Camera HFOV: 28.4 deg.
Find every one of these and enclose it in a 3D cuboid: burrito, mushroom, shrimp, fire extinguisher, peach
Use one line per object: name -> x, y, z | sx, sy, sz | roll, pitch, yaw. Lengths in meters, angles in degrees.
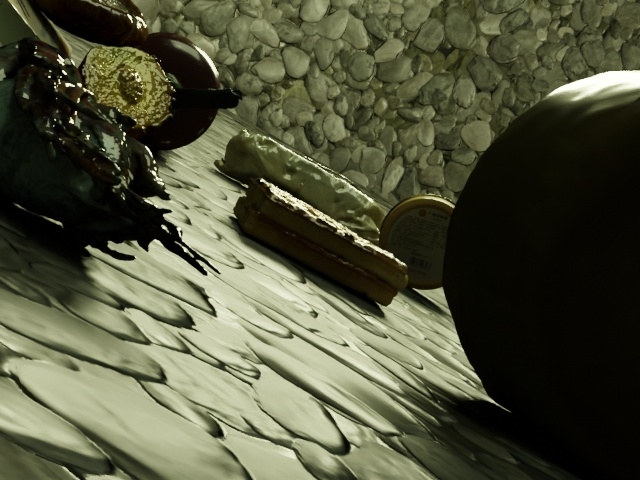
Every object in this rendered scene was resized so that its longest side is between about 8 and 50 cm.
burrito -> -0.011, -0.053, 1.452 | 0.230, 0.063, 0.058 | 28, -23, -7
mushroom -> -0.215, -0.216, 1.165 | 0.123, 0.052, 0.123 | 35, 20, -15
shrimp -> -0.117, -0.036, 0.627 | 0.233, 0.079, 0.090 | 37, -29, 38
fire extinguisher -> -0.153, -0.157, 1.301 | 0.136, 0.114, 0.337 | -2, 10, -5
peach -> -0.179, -0.124, 1.120 | 0.098, 0.061, 0.098 | 21, 53, -31

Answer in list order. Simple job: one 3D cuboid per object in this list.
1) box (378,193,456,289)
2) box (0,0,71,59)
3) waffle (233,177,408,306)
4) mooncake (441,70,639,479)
box -> 0.116, 0.002, 1.380 | 0.106, 0.105, 0.037 | 30, 11, 2
box -> -0.290, -0.225, 1.106 | 0.247, 0.033, 0.129 | 53, 4, -23
waffle -> 0.000, 0.000, 1.087 | 0.148, 0.042, 0.102 | 29, 4, -15
mooncake -> 0.230, 0.023, 0.866 | 0.284, 0.284, 0.155 | 29, 5, -18
